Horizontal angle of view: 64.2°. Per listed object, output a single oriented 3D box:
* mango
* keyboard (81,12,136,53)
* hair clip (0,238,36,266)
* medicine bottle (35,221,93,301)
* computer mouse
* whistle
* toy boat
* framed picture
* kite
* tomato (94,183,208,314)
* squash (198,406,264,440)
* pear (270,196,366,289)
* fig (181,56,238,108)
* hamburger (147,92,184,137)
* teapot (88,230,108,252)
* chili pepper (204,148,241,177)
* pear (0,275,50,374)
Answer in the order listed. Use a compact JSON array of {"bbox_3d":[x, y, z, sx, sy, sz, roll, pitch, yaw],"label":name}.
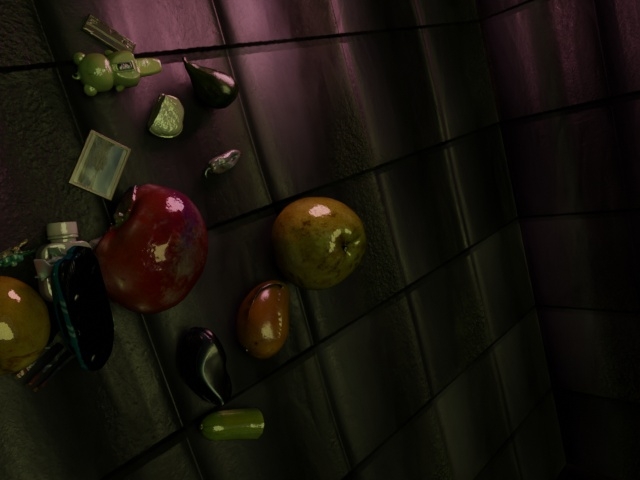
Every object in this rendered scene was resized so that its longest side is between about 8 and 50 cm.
[{"bbox_3d":[-0.163,0.230,1.527,0.166,0.136,0.235,39,59,-30],"label":"mango"},{"bbox_3d":[-0.540,-0.522,1.308,0.129,0.015,0.049,28,76,-37],"label":"keyboard"},{"bbox_3d":[-0.712,0.048,1.115,0.173,0.049,0.049,-29,107,-39],"label":"hair clip"},{"bbox_3d":[-0.598,0.049,1.198,0.119,0.069,0.183,-8,95,-45],"label":"medicine bottle"},{"bbox_3d":[-0.319,0.349,1.383,0.096,0.137,0.233,-24,105,-43],"label":"computer mouse"},{"bbox_3d":[-0.509,-0.429,1.284,0.228,0.085,0.105,-25,105,-37],"label":"whistle"},{"bbox_3d":[-0.550,0.158,1.143,0.134,0.092,0.298,-80,171,-64],"label":"toy boat"},{"bbox_3d":[-0.553,-0.188,1.285,0.109,0.011,0.148,26,71,-37],"label":"framed picture"},{"bbox_3d":[-0.593,0.246,1.204,0.245,0.015,0.141,-48,141,-27],"label":"kite"},{"bbox_3d":[-0.379,0.022,1.287,0.289,0.176,0.334,54,45,-43],"label":"tomato"},{"bbox_3d":[-0.265,0.527,1.461,0.188,0.095,0.095,13,80,-35],"label":"squash"},{"bbox_3d":[0.000,0.000,1.578,0.304,0.304,0.303,2,87,-41],"label":"pear"},{"bbox_3d":[-0.320,-0.445,1.443,0.178,0.117,0.117,28,70,-20],"label":"fig"},{"bbox_3d":[-0.414,-0.330,1.388,0.084,0.054,0.121,30,72,-41],"label":"hamburger"},{"bbox_3d":[-0.527,0.021,1.268,0.083,0.064,0.064,56,48,-20],"label":"teapot"},{"bbox_3d":[-0.282,-0.232,1.504,0.153,0.041,0.050,-34,152,-37],"label":"chili pepper"},{"bbox_3d":[-0.670,0.169,1.049,0.209,0.209,0.208,2,87,-41],"label":"pear"}]
